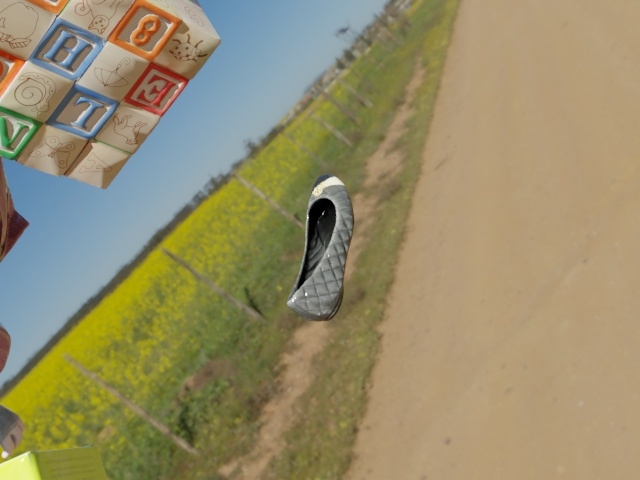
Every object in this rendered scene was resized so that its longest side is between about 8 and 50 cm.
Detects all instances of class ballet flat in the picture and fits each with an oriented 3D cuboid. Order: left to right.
[{"bbox_3d":[0.000,0.000,0.853,0.057,0.049,0.173,-34,40,41],"label":"ballet flat"}]

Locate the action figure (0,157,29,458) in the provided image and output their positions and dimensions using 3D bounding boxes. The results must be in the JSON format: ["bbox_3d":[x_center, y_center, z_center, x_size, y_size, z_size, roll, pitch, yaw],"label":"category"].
[{"bbox_3d":[-0.332,0.012,0.712,0.276,0.248,0.370,-60,26,27],"label":"action figure"}]

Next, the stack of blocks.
[{"bbox_3d":[-0.243,-0.163,0.628,0.171,0.297,0.087,-46,52,21],"label":"stack of blocks"}]

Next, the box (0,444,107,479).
[{"bbox_3d":[-0.175,0.241,0.623,0.042,0.178,0.109,-23,-14,6],"label":"box"}]
